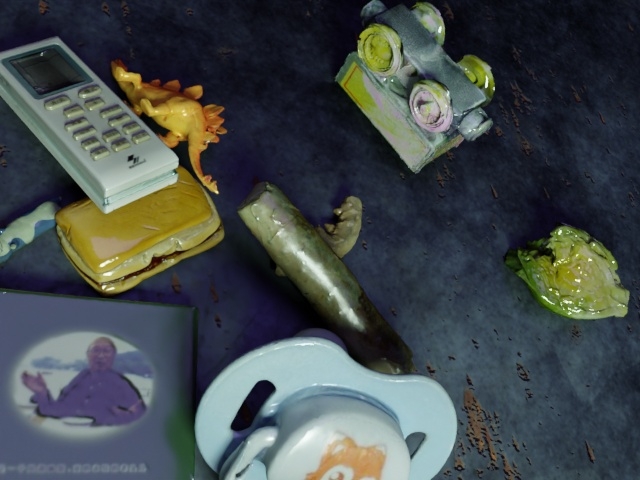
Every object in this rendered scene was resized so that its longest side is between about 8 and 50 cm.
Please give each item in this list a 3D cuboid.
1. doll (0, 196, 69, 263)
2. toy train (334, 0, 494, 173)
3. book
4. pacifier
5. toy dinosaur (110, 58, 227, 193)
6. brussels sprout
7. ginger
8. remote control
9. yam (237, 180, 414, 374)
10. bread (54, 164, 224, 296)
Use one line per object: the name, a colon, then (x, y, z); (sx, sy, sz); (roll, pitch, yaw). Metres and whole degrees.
doll: (-0.352, -0.013, 0.848); (0.037, 0.027, 0.125); (40, 55, 8)
toy train: (0.142, -0.239, 1.096); (0.134, 0.177, 0.260); (-33, 80, -33)
book: (-0.261, 0.236, 0.755); (0.261, 0.043, 0.370); (9, 63, -22)
pacifier: (-0.002, 0.197, 0.824); (0.300, 0.244, 0.233); (25, 26, -20)
toy dinosaur: (-0.186, -0.166, 0.955); (0.117, 0.070, 0.288); (-22, 55, -41)
brussels sprout: (0.383, 0.058, 1.104); (0.181, 0.100, 0.139); (37, 66, -5)
ginger: (0.003, 0.002, 0.991); (0.173, 0.051, 0.069); (-35, 88, -38)
remote control: (-0.299, -0.154, 0.886); (0.103, 0.055, 0.277); (-30, 64, -34)
yam: (0.010, 0.060, 0.912); (0.071, 0.067, 0.317); (-37, 101, 9)
bread: (-0.218, -0.021, 0.889); (0.200, 0.077, 0.116); (-29, 71, -33)
